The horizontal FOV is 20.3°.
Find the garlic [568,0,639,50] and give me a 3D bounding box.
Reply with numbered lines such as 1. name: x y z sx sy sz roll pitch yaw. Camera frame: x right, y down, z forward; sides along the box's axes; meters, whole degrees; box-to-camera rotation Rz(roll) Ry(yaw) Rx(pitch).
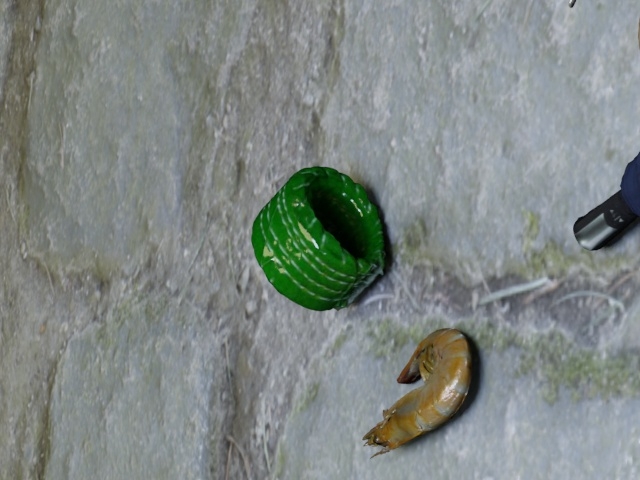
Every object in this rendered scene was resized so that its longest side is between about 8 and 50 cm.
1. garlic: 0.251 -0.227 1.296 0.256 0.207 0.207 8 88 46

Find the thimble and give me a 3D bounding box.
1. thimble: 0.000 0.000 1.695 0.090 0.118 0.130 -46 74 34

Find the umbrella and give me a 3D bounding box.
1. umbrella: 0.275 -0.052 1.365 0.248 0.071 0.071 -47 46 44

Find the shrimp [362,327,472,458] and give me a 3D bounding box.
1. shrimp: 0.082 0.134 1.602 0.162 0.045 0.095 -41 49 45
